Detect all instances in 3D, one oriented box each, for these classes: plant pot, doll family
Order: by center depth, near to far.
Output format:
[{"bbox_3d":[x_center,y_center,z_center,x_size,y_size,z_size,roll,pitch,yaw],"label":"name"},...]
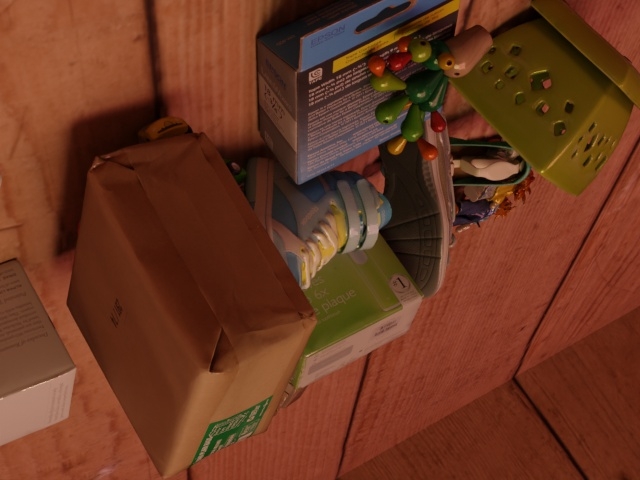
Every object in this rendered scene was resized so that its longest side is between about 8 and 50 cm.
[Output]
[{"bbox_3d":[0.364,-0.227,1.917,0.207,0.228,0.227,-47,157,13],"label":"plant pot"},{"bbox_3d":[0.295,-0.077,2.252,0.163,0.118,0.263,-13,149,-42],"label":"doll family"}]

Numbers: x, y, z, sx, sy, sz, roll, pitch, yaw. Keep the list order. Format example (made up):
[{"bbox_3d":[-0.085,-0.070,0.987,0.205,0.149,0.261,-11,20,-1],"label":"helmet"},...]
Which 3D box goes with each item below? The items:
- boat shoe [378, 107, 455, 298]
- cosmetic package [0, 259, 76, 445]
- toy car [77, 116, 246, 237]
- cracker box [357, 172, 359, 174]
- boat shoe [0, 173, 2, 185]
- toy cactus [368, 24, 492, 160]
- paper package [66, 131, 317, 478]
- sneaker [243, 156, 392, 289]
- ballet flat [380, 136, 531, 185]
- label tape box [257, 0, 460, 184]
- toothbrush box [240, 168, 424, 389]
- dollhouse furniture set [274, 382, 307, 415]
[{"bbox_3d":[0.150,-0.075,1.869,0.118,0.320,0.103,-4,-176,37],"label":"boat shoe"},{"bbox_3d":[-0.431,0.156,1.646,0.151,0.183,0.151,-22,155,-27],"label":"cosmetic package"},{"bbox_3d":[-0.194,-0.086,1.653,0.225,0.053,0.239,-6,145,-50],"label":"toy car"},{"bbox_3d":[-0.011,0.001,2.061,0.232,0.067,0.155,-32,159,-6],"label":"cracker box"},{"bbox_3d":[-0.463,0.004,1.424,0.267,0.096,0.088,-50,150,15],"label":"boat shoe"},{"bbox_3d":[0.146,-0.201,1.565,0.180,0.112,0.219,-40,150,-14],"label":"toy cactus"},{"bbox_3d":[-0.170,0.086,1.554,0.168,0.309,0.325,-20,156,-27],"label":"paper package"},{"bbox_3d":[0.000,0.000,1.697,0.208,0.319,0.127,3,132,-7],"label":"sneaker"},{"bbox_3d":[0.222,-0.124,2.002,0.247,0.083,0.087,-2,-167,-8],"label":"ballet flat"},{"bbox_3d":[0.047,-0.239,1.600,0.241,0.106,0.333,-28,156,-16],"label":"label tape box"},{"bbox_3d":[-0.016,0.042,1.852,0.206,0.283,0.122,-24,155,-21],"label":"toothbrush box"},{"bbox_3d":[-0.031,0.094,2.146,0.355,0.174,0.303,-58,170,13],"label":"dollhouse furniture set"}]
